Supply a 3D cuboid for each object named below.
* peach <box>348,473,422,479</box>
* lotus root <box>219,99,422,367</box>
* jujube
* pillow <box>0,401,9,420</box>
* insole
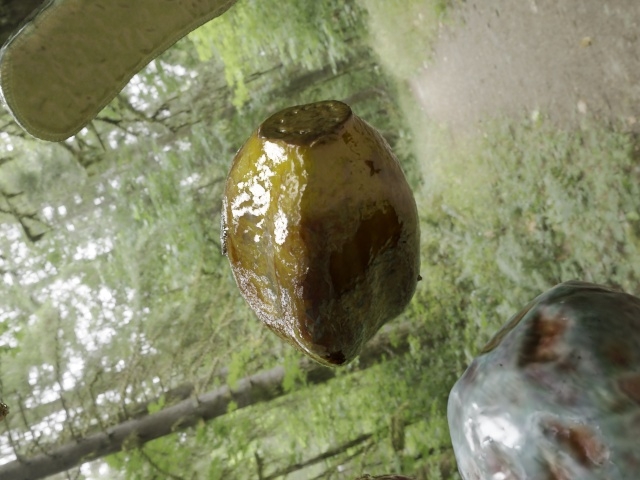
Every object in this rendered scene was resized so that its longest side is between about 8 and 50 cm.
[{"bbox_3d":[0.110,0.628,1.230,0.339,0.416,0.353,34,-158,30],"label":"peach"},{"bbox_3d":[-0.004,-0.007,0.672,0.290,0.193,0.193,80,176,-51],"label":"lotus root"},{"bbox_3d":[0.252,0.179,0.589,0.308,0.246,0.215,30,-177,-11],"label":"jujube"},{"bbox_3d":[-0.552,0.229,0.969,0.135,0.211,0.034,-43,-30,-66],"label":"pillow"},{"bbox_3d":[-0.087,-0.151,0.402,0.247,0.011,0.081,-54,-37,-26],"label":"insole"}]
